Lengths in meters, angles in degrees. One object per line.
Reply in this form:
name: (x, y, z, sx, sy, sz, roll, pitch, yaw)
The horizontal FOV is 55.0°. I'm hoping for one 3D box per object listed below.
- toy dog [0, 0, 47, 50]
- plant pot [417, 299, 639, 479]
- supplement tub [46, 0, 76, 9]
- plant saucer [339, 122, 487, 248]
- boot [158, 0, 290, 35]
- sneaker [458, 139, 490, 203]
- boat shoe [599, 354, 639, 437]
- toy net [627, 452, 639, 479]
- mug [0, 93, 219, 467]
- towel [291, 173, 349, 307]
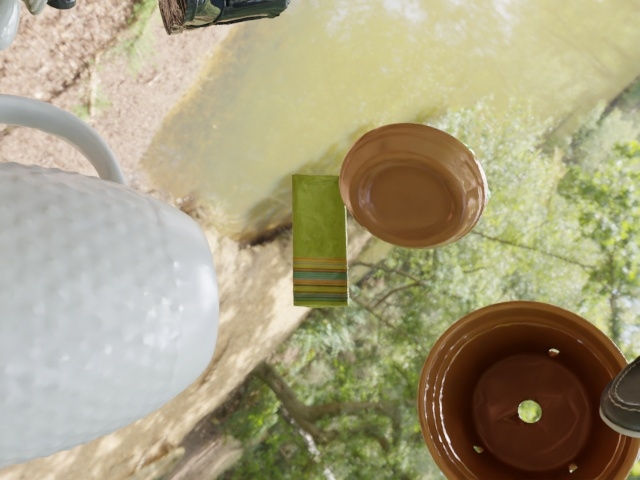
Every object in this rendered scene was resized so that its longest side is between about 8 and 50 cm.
toy dog: (-0.549, -0.505, 1.010, 0.161, 0.333, 0.220, 15, 156, -42)
plant pot: (0.307, 0.250, 0.917, 0.291, 0.291, 0.203, -43, 154, 3)
supplement tub: (-0.526, -0.571, 1.245, 0.106, 0.106, 0.198, -34, 166, -38)
plant saucer: (0.118, -0.061, 0.816, 0.200, 0.200, 0.037, -54, -172, 44)
boot: (-0.146, -0.402, 0.989, 0.207, 0.094, 0.246, -19, -169, -16)
sneaker: (0.275, -0.144, 1.500, 0.185, 0.202, 0.483, -56, 156, 1)
boat shoe: (0.468, 0.123, 0.694, 0.336, 0.095, 0.112, -15, -159, -7)
toy net: (0.458, 0.349, 0.913, 0.122, 0.045, 0.232, -52, -168, 31)
mug: (-0.288, 0.020, 0.584, 0.328, 0.373, 0.276, -2, 154, -31)
towel: (0.000, 0.000, 1.087, 0.102, 0.237, 0.021, 1, 174, -16)
